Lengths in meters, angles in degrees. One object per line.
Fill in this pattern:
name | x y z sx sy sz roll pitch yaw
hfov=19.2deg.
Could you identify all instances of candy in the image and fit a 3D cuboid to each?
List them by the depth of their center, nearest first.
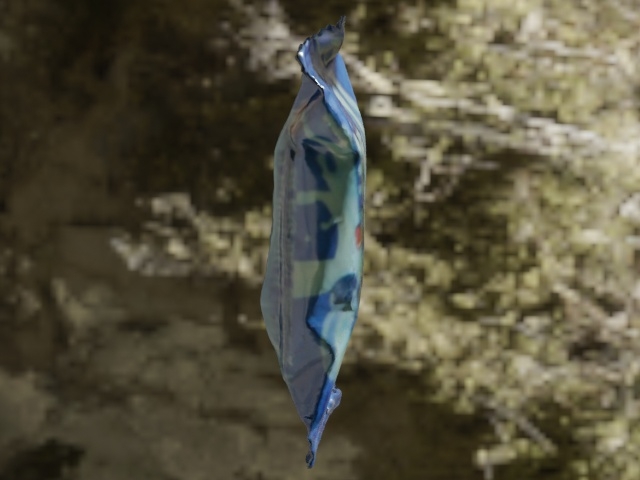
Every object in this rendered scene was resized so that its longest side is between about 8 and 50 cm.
candy | 0.000 0.000 1.461 0.187 0.077 0.331 -59 153 -74
